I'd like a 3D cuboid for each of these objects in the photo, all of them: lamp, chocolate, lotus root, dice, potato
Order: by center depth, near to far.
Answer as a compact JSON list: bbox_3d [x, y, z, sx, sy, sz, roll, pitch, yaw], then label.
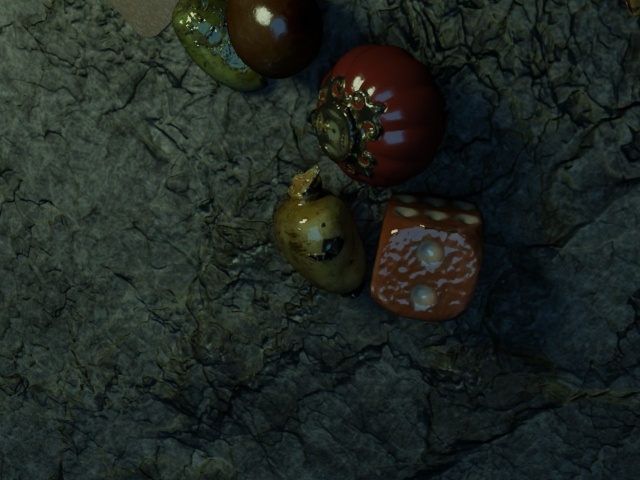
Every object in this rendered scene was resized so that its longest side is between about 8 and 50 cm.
[{"bbox_3d":[-0.064,-0.335,1.072,0.176,0.177,0.177,3,114,7],"label":"chocolate"},{"bbox_3d":[0.098,-0.197,1.099,0.227,0.227,0.227,3,114,7],"label":"lamp"},{"bbox_3d":[-0.167,-0.325,1.157,0.119,0.054,0.198,-29,108,15],"label":"potato"},{"bbox_3d":[0.184,0.023,1.195,0.175,0.174,0.179,13,116,4],"label":"dice"},{"bbox_3d":[0.000,0.000,1.221,0.140,0.154,0.257,-30,115,-3],"label":"lotus root"}]

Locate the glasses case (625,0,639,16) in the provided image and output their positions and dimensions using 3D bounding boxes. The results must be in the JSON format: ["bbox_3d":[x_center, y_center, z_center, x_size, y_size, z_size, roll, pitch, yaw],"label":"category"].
[{"bbox_3d":[0.539,-0.400,1.030,0.170,0.041,0.064,-21,120,16],"label":"glasses case"}]

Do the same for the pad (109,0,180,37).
[{"bbox_3d":[-0.317,-0.483,1.137,0.176,0.002,0.266,-36,104,20],"label":"pad"}]
